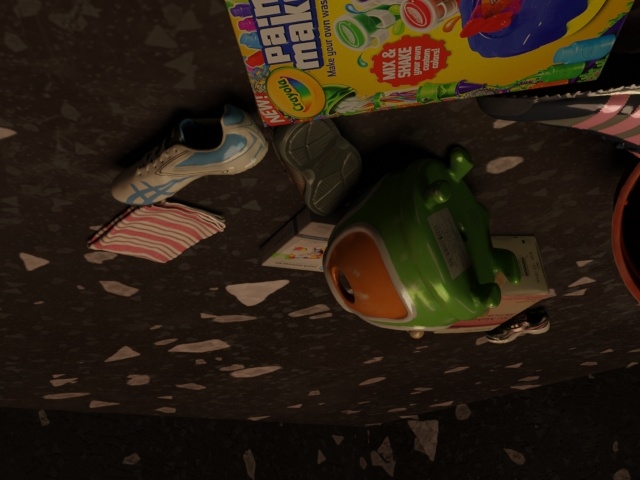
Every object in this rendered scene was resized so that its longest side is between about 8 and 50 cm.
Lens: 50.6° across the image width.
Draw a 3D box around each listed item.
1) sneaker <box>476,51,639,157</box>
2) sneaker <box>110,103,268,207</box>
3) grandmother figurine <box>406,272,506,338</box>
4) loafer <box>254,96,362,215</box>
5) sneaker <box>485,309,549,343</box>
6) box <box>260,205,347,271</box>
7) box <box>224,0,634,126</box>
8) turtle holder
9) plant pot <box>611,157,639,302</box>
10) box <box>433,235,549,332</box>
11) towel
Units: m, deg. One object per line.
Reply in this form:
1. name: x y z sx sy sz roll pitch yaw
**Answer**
1. sneaker: 0.336 -0.138 0.758 0.319 0.112 0.131 2 130 20
2. sneaker: -0.175 -0.106 0.837 0.237 0.085 0.086 -17 129 28
3. grandmother figurine: 0.202 0.084 1.266 0.104 0.208 0.342 46 158 -11
4. loafer: -0.013 -0.117 0.872 0.096 0.084 0.267 -40 158 -3
5. sneaker: 0.523 0.216 1.807 0.178 0.072 0.077 -16 144 0
6. box: 0.000 0.000 1.168 0.145 0.038 0.186 8 154 -30
7. box: 0.066 -0.244 0.454 0.279 0.176 0.290 -8 157 3
8. turtle holder: 0.139 -0.005 1.002 0.228 0.320 0.243 -23 120 30
9. plant pot: 0.523 -0.034 0.917 0.273 0.272 0.265 -16 -174 18
10. box: 0.325 0.093 1.366 0.149 0.126 0.232 -1 155 -16
11. towel: -0.263 -0.009 1.079 0.144 0.029 0.197 16 147 -41
